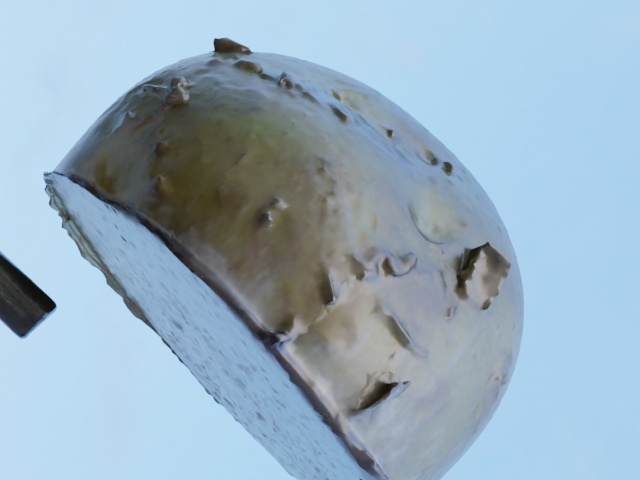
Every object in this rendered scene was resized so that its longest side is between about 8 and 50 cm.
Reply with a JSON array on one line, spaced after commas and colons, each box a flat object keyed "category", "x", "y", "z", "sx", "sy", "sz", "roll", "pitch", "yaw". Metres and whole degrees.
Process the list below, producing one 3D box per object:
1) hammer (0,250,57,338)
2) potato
[{"category": "hammer", "x": -0.408, "y": -0.077, "z": 0.978, "sx": 0.168, "sy": 0.440, "sz": 0.044, "roll": -40, "pitch": -172, "yaw": 47}, {"category": "potato", "x": 0.000, "y": 0.000, "z": 1.020, "sx": 0.319, "sy": 0.442, "sz": 0.385, "roll": -46, "pitch": -176, "yaw": -19}]
